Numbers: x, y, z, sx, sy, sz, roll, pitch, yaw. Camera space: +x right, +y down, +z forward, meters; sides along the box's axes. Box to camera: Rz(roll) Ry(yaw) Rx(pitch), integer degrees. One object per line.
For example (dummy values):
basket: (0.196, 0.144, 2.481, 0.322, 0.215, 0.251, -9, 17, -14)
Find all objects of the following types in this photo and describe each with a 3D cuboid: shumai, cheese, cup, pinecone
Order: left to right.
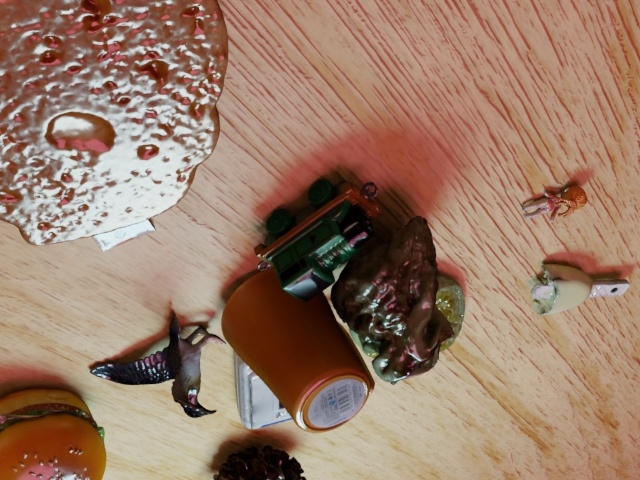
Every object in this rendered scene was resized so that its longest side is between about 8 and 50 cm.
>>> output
pinecone: (-0.120, 0.528, 1.890, 0.222, 0.221, 0.221, -13, 142, -10)
cup: (-0.019, 0.178, 1.461, 0.226, 0.264, 0.182, 14, 115, -38)
shumai: (0.133, 0.099, 1.419, 0.189, 0.218, 0.256, -28, 170, -10)
cheese: (0.508, 0.093, 1.768, 0.235, 0.049, 0.127, -3, 136, -24)

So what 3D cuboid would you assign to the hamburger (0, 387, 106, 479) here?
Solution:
hamburger: (-0.479, 0.376, 1.525, 0.246, 0.170, 0.246, -20, 135, -21)

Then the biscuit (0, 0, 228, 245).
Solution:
biscuit: (-0.280, -0.161, 1.071, 0.350, 0.078, 0.455, 7, 134, -27)

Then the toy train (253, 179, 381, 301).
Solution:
toy train: (0.000, 0.000, 1.347, 0.228, 0.136, 0.091, -33, 141, 19)

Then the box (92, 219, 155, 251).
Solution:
box: (-0.284, -0.015, 1.297, 0.083, 0.012, 0.046, -22, 143, 1)

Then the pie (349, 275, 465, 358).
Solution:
pie: (0.168, 0.147, 1.673, 0.241, 0.054, 0.240, -11, 140, -10)

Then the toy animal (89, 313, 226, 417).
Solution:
toy animal: (-0.217, 0.224, 1.510, 0.197, 0.273, 0.160, 32, 83, -41)

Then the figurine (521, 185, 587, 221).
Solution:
figurine: (0.398, -0.060, 1.538, 0.109, 0.047, 0.064, -17, 119, 4)

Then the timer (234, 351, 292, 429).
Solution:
timer: (-0.067, 0.261, 1.682, 0.178, 0.078, 0.253, -12, 141, -12)
